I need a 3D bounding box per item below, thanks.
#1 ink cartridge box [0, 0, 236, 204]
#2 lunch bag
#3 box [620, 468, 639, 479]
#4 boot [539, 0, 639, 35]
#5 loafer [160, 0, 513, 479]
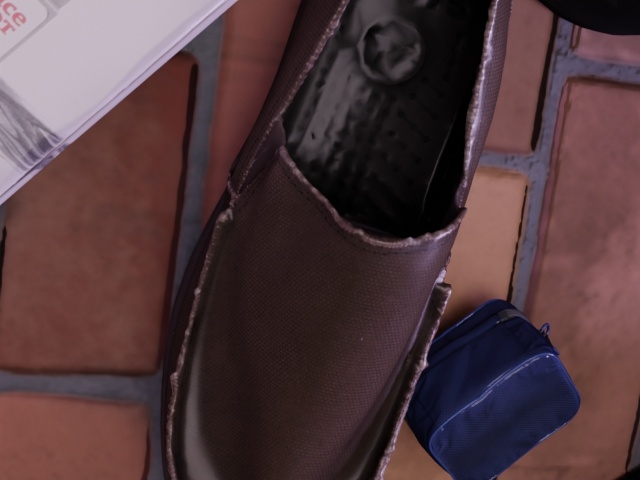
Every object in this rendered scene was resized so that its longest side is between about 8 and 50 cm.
[{"bbox_3d":[-0.168,-0.074,0.462,0.283,0.207,0.117,-41,111,-3],"label":"ink cartridge box"},{"bbox_3d":[0.092,0.080,0.640,0.098,0.065,0.067,-35,129,-2],"label":"lunch bag"},{"bbox_3d":[0.227,0.314,0.670,0.296,0.183,0.294,-29,109,-7],"label":"box"},{"bbox_3d":[0.225,-0.094,0.441,0.146,0.445,0.367,-30,110,-17],"label":"boot"},{"bbox_3d":[0.000,0.000,0.553,0.134,0.130,0.366,13,96,-2],"label":"loafer"}]
